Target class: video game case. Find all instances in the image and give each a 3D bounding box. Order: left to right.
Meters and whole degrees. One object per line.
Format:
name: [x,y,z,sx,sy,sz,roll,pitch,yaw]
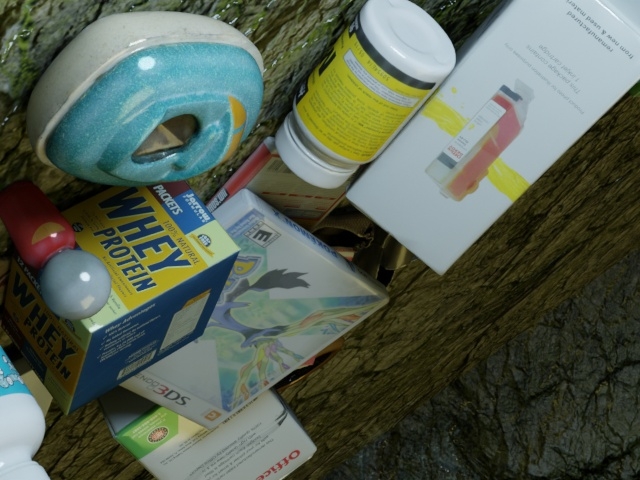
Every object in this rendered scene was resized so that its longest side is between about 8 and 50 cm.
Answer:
video game case: [-0.121,0.101,1.754,0.329,0.036,0.300,-37,136,18]
video game case: [-0.082,-0.021,1.733,0.204,0.025,0.285,3,138,-51]

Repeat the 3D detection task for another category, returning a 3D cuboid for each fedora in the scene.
fedora: [-0.051,0.194,2.327,0.194,0.079,0.194,-30,168,-7]

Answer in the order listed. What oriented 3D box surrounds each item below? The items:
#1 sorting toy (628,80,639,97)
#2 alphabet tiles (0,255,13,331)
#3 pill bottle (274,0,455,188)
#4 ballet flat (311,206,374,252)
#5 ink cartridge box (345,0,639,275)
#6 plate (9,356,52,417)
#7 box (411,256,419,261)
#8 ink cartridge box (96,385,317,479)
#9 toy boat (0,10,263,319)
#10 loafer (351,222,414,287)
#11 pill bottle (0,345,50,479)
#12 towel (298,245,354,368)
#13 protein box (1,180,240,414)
sorting toy: [0.479,-0.256,2.219,0.347,0.047,0.196,-21,157,-41]
alphabet tiles: [-0.455,0.109,1.424,0.285,0.011,0.342,-43,162,19]
pill bottle: [0.044,-0.159,1.502,0.119,0.119,0.208,-16,154,-49]
ballet flat: [0.000,0.000,1.942,0.084,0.058,0.250,-47,160,31]
ink cartridge box: [0.231,-0.179,1.598,0.385,0.160,0.279,-47,-176,33]
plate: [-0.464,0.243,1.704,0.278,0.045,0.277,-25,161,-34]
box: [0.177,-0.033,2.211,0.059,0.054,0.169,-18,156,-46]
ink cartridge box: [-0.166,0.266,2.014,0.211,0.121,0.289,-36,134,-2]
toy boat: [-0.176,-0.069,1.257,0.318,0.148,0.267,-45,161,26]
loafer: [0.125,-0.005,2.121,0.094,0.087,0.251,-24,159,-35]
pill bottle: [-0.351,0.145,1.251,0.146,0.264,0.146,-33,163,-12]
towel: [-0.031,0.096,1.922,0.144,0.029,0.197,0,114,-55]
protein box: [-0.222,0.053,1.491,0.199,0.136,0.201,-30,162,-31]
